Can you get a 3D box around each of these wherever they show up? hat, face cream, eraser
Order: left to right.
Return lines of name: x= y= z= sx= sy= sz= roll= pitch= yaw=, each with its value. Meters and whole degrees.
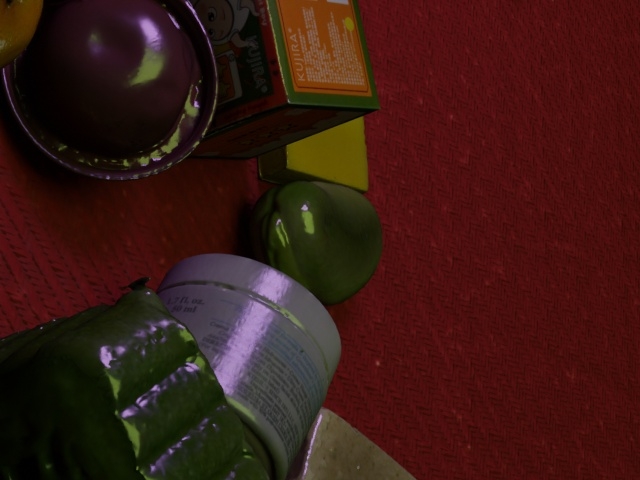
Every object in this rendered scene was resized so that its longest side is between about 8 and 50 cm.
hat: x=-0.179 y=-0.152 z=1.646 sx=0.205 sy=0.089 sz=0.205 roll=4 pitch=76 yaw=-15
face cream: x=-0.088 y=0.124 z=1.631 sx=0.177 sy=0.177 sz=0.153 roll=51 pitch=45 yaw=-25
eraser: x=-0.009 y=-0.100 z=1.915 sx=0.122 sy=0.045 sz=0.097 roll=15 pitch=65 yaw=-46

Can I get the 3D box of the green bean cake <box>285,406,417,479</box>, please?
green bean cake: x=0.015 y=0.243 z=1.780 sx=0.179 sy=0.085 sz=0.109 roll=41 pitch=46 yaw=-34

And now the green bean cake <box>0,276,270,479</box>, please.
green bean cake: x=-0.183 y=0.186 z=1.434 sx=0.156 sy=0.250 sz=0.247 roll=-36 pitch=105 yaw=-51

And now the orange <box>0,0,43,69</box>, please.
orange: x=-0.293 y=-0.203 z=1.542 sx=0.156 sy=0.124 sz=0.156 roll=-3 pitch=94 yaw=-60

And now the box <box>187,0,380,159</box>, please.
box: x=-0.071 y=-0.191 z=1.772 sx=0.148 sy=0.177 sz=0.195 roll=-2 pitch=78 yaw=-51

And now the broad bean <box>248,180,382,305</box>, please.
broad bean: x=0.000 y=0.000 z=1.857 sx=0.174 sy=0.082 sz=0.124 roll=14 pitch=75 yaw=-48
